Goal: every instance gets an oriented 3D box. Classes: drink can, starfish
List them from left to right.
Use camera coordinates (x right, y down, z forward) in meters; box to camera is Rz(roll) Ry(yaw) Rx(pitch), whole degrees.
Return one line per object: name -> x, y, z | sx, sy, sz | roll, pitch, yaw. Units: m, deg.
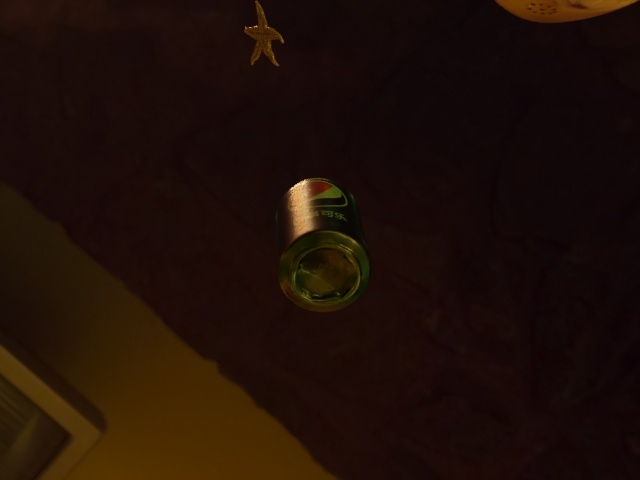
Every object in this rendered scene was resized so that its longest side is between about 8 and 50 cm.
starfish -> -0.075, -0.276, 1.360 | 0.016, 0.086, 0.092 | -13, -161, -34
drink can -> 0.000, 0.000, 1.319 | 0.118, 0.118, 0.205 | -43, -159, 15

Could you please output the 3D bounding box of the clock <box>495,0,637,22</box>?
clock -> 0.417, -0.494, 1.647 | 0.377, 0.368, 0.250 | 137, -52, -63
